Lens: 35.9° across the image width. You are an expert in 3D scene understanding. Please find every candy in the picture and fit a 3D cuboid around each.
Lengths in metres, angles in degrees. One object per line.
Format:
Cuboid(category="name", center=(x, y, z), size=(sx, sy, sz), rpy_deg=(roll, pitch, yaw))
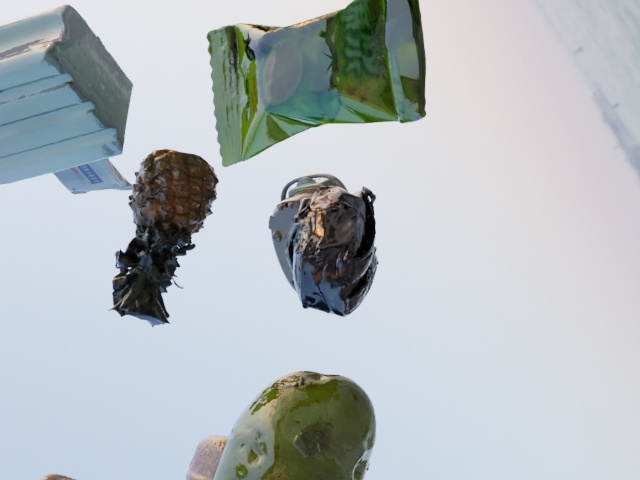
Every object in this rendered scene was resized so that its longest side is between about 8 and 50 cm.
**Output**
Cuboid(category="candy", center=(-0.006, -0.161, 0.931), size=(0.069, 0.246, 0.149), rpy_deg=(6, -103, -59))

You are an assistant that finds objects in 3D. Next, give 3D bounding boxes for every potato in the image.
Cuboid(category="potato", center=(-0.031, 0.271, 1.179), size=(0.186, 0.253, 0.148), rpy_deg=(39, 179, -44))

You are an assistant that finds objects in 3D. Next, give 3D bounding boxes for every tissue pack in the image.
Cuboid(category="tissue pack", center=(-0.424, -0.127, 1.778), size=(0.193, 0.122, 0.026), rpy_deg=(64, -158, -68))

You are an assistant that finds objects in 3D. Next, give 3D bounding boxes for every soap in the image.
Cuboid(category="soap", center=(-0.456, -0.186, 1.401), size=(0.208, 0.347, 0.115), rpy_deg=(56, -151, -46))

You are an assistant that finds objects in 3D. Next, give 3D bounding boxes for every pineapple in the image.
Cuboid(category="pineapple", center=(-0.226, -0.003, 1.409), size=(0.128, 0.128, 0.248), rpy_deg=(34, -117, -50))

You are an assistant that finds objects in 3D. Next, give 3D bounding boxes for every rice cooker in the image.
Cuboid(category="rice cooker", center=(0.000, 0.000, 1.557), size=(0.127, 0.145, 0.206), rpy_deg=(-35, -69, -50))

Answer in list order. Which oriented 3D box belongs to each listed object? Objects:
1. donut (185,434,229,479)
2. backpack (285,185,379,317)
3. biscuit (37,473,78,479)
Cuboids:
Cuboid(category="donut", center=(-0.116, 0.401, 1.682), size=(0.226, 0.226, 0.114), rpy_deg=(29, -109, -56))
Cuboid(category="backpack", center=(0.011, 0.012, 1.121), size=(0.165, 0.105, 0.120), rpy_deg=(-63, -23, -66))
Cuboid(category="biscuit", center=(-0.327, 0.425, 1.433), size=(0.259, 0.079, 0.259), rpy_deg=(33, 172, 5))
